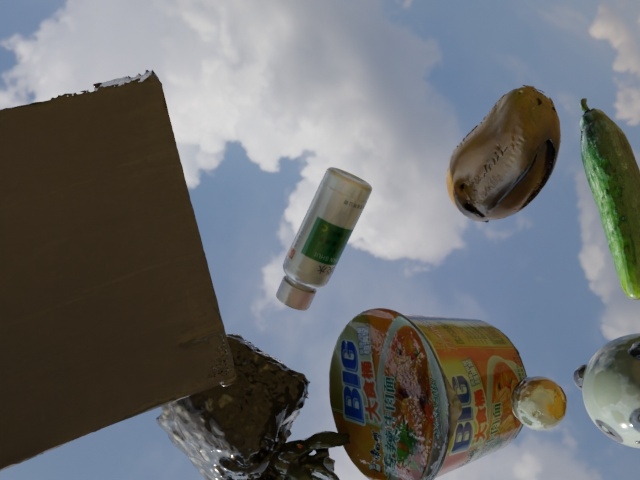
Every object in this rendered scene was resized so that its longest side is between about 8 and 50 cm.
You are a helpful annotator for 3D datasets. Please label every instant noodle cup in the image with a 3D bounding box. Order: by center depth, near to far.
[{"bbox_3d":[0.182,0.245,1.104,0.213,0.296,0.297,-1,-116,-35],"label":"instant noodle cup"}]

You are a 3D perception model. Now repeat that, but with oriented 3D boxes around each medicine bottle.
[{"bbox_3d":[0.000,0.000,1.219,0.095,0.260,0.095,25,-166,-7],"label":"medicine bottle"}]

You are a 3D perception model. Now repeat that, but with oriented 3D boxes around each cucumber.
[{"bbox_3d":[0.329,-0.056,0.745,0.056,0.056,0.250,12,-117,-41],"label":"cucumber"}]

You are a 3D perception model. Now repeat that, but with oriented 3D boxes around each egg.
[{"bbox_3d":[0.292,0.215,0.896,0.083,0.071,0.071,-5,-112,-60],"label":"egg"}]

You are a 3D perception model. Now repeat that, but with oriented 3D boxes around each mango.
[{"bbox_3d":[0.301,-0.141,1.113,0.155,0.249,0.151,21,-136,3],"label":"mango"}]

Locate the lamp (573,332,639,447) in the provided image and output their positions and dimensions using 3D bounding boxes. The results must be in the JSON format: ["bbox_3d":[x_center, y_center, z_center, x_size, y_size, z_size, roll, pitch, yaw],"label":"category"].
[{"bbox_3d":[0.534,0.259,1.061,0.244,0.198,0.198,44,-141,2],"label":"lamp"}]

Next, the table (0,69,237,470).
[{"bbox_3d":[-0.181,0.012,0.376,0.193,0.172,0.169,-19,-72,-23],"label":"table"}]

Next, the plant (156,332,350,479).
[{"bbox_3d":[-0.105,0.327,1.140,0.312,0.215,0.213,42,-133,15],"label":"plant"}]
